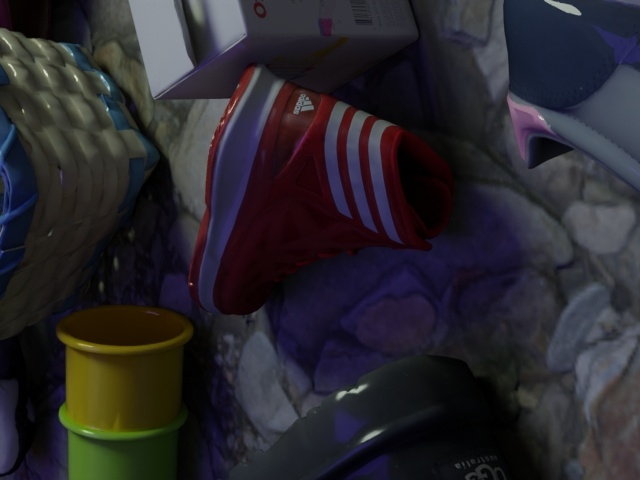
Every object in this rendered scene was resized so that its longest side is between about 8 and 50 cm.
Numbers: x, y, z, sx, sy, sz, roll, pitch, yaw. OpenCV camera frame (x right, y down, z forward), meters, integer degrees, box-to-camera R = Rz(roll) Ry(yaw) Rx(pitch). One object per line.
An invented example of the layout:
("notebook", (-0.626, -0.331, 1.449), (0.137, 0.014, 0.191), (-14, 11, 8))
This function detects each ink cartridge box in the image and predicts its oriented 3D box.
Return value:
("ink cartridge box", (-0.036, -0.134, 0.661), (0.090, 0.143, 0.092), (-26, 76, 47))

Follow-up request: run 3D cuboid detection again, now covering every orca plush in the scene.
("orca plush", (-0.323, 0.059, 1.032), (0.287, 0.102, 0.151), (47, 115, -3))

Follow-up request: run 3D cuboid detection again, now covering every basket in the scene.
("basket", (-0.282, -0.026, 0.839), (0.201, 0.289, 0.254), (51, 127, 19))

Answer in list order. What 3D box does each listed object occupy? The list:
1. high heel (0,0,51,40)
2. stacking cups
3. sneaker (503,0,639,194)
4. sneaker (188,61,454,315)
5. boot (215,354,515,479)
("high heel", (-0.195, -0.288, 0.872), (0.181, 0.127, 0.377), (45, 128, 8))
("stacking cups", (-0.143, 0.210, 0.867), (0.096, 0.096, 0.316), (17, 108, 46))
("sneaker", (0.196, -0.029, 0.446), (0.319, 0.112, 0.131), (39, 139, 41))
("sneaker", (0.000, 0.000, 0.685), (0.128, 0.087, 0.221), (20, 155, 5))
("boot", (0.036, 0.339, 0.628), (0.367, 0.146, 0.445), (-46, 59, 40))
